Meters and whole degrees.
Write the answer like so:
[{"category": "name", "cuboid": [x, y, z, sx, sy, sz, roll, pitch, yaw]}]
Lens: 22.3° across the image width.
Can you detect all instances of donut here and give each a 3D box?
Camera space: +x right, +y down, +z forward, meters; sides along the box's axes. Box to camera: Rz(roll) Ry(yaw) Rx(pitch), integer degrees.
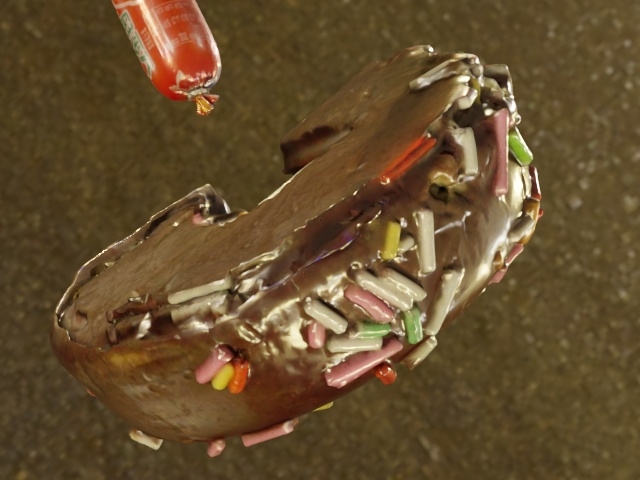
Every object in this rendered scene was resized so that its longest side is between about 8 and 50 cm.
[{"category": "donut", "cuboid": [0.008, 0.004, 1.036, 0.345, 0.259, 0.136, -40, 111, -21]}]

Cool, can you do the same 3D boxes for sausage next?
[{"category": "sausage", "cuboid": [-0.091, -0.127, 0.865, 0.145, 0.050, 0.048, 64, 0, 19]}]
